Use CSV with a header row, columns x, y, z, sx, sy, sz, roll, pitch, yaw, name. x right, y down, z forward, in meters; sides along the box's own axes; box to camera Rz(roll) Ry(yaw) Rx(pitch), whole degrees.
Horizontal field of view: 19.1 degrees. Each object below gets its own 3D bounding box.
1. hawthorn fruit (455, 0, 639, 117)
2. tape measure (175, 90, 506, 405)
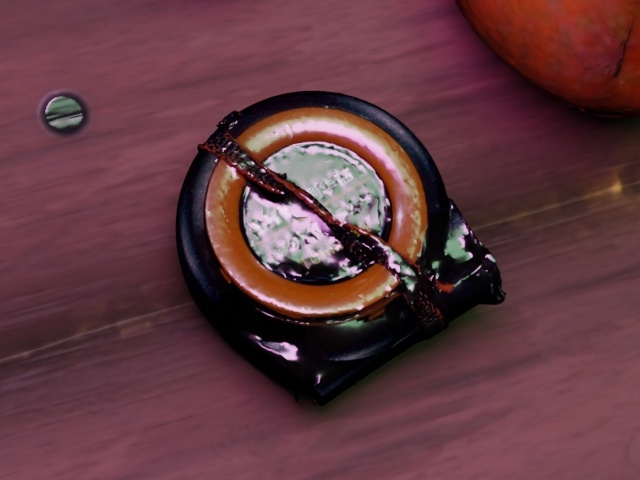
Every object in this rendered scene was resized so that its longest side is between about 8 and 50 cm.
x,y,z,sx,sy,sz,roll,pitch,yaw,name
0.199,-0.252,1.467,0.307,0.276,0.276,34,65,27,hawthorn fruit
0.000,0.000,1.389,0.202,0.135,0.223,-33,78,-11,tape measure
